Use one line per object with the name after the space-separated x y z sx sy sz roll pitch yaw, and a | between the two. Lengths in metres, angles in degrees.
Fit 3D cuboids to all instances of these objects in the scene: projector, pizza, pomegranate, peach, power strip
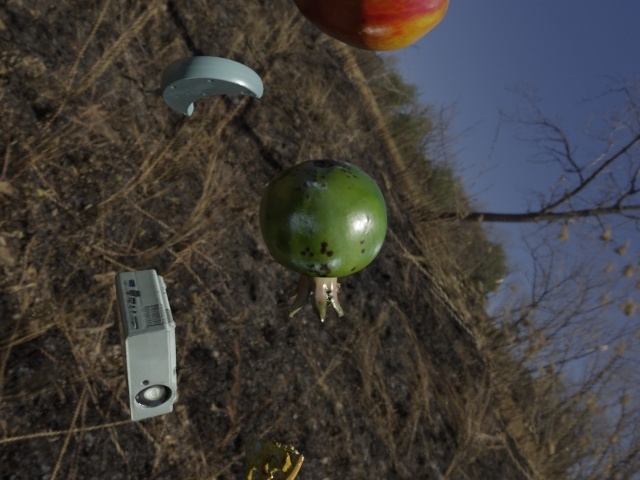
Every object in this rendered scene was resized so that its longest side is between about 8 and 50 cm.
-0.210 0.126 0.662 0.115 0.061 0.147 -120 -148 -47 | projector
-0.094 0.349 0.849 0.108 0.123 0.026 44 -8 30 | pizza
0.000 0.000 0.761 0.181 0.181 0.224 -96 -167 -69 | pomegranate
0.058 -0.320 0.656 0.197 0.197 0.197 63 8 -15 | peach
-0.222 -0.279 0.987 0.137 0.215 0.044 21 67 -61 | power strip
